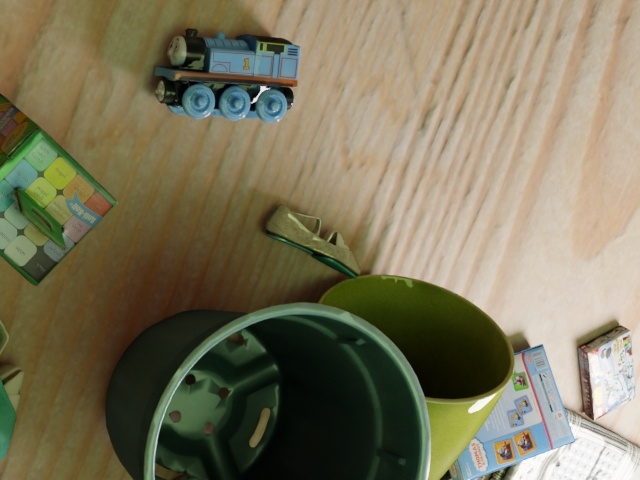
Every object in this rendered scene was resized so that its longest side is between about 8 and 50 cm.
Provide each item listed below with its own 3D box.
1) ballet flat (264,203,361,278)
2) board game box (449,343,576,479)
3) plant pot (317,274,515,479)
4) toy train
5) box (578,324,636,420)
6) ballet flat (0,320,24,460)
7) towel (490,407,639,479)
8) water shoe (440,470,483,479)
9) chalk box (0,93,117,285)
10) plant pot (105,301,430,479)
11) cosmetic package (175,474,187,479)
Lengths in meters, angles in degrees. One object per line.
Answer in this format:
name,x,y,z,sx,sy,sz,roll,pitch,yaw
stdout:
ballet flat,0.000,0.000,1.709,0.168,0.057,0.052,28,84,-36
board game box,0.273,0.263,1.942,0.211,0.039,0.160,-14,83,-27
plant pot,0.093,0.245,1.758,0.274,0.275,0.294,-4,126,-30
toy train,-0.112,-0.200,1.548,0.184,0.080,0.105,0,100,-29
box,0.473,0.218,2.100,0.094,0.027,0.137,-24,119,-23
ballet flat,-0.398,0.154,1.514,0.087,0.083,0.247,-34,126,-33
towel,0.393,0.452,2.129,0.312,0.056,0.324,29,93,-36
water shoe,0.230,0.350,1.978,0.203,0.073,0.080,-34,125,-15
chalk box,-0.324,-0.053,1.390,0.132,0.213,0.132,-47,126,-7
plant pot,-0.097,0.225,1.536,0.341,0.334,0.341,-2,95,-25
cosmetic package,-0.151,0.449,1.753,0.107,0.127,0.238,-24,122,-22
